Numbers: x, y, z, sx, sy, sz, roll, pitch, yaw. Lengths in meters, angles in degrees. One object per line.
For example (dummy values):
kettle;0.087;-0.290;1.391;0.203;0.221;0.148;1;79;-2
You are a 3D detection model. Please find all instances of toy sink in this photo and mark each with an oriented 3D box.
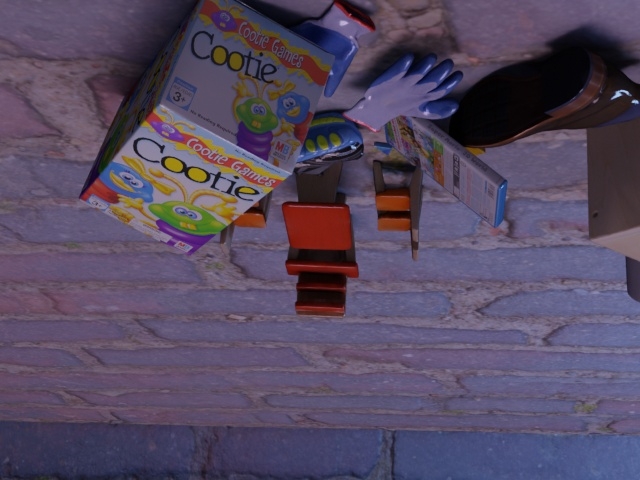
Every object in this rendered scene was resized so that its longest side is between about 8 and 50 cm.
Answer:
toy sink;0.410;-0.051;1.294;0.234;0.153;0.131;17;156;-36

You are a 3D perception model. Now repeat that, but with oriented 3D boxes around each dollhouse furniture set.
dollhouse furniture set;0.000;0.000;1.529;0.262;0.135;0.259;2;160;5

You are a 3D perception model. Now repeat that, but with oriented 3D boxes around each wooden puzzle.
wooden puzzle;0.129;-0.107;1.391;0.116;0.014;0.078;-7;157;28

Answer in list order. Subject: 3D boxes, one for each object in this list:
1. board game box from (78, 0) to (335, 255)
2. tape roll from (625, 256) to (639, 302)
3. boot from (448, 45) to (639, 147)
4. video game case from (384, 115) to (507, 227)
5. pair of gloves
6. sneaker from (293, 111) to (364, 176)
board game box;-0.123;-0.110;1.197;0.144;0.142;0.275;27;153;-16
tape roll;0.487;0.024;1.447;0.219;0.072;0.219;-7;-168;1
boot;0.232;-0.129;1.209;0.106;0.082;0.219;14;164;-31
video game case;0.135;-0.088;1.290;0.166;0.015;0.119;40;169;18
pair of gloves;0.043;-0.165;1.184;0.198;0.023;0.159;26;150;-22
sneaker;-0.035;-0.097;1.370;0.188;0.067;0.078;-10;150;26
